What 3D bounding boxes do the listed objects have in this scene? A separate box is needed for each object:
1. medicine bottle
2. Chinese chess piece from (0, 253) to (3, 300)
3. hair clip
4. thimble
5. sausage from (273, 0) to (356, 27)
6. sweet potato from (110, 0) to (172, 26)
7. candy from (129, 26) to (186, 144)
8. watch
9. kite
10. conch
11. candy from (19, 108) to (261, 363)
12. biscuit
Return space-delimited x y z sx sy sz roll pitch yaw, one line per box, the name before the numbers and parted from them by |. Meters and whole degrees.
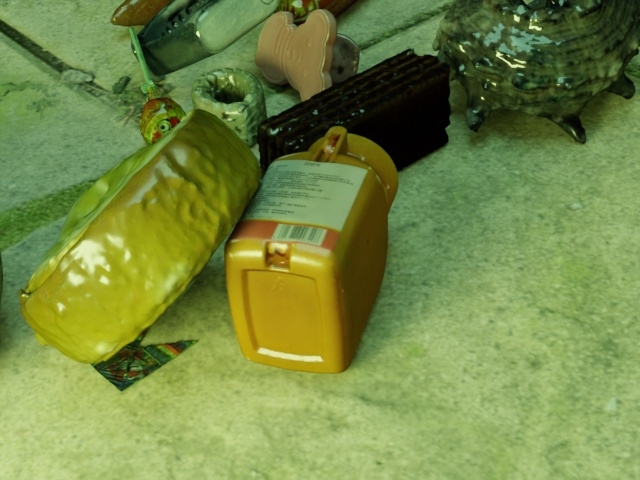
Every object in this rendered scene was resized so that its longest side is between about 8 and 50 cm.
medicine bottle | -0.001 0.000 1.045 0.112 0.149 0.222 7 39 15
Chinese chess piece | -0.468 0.027 1.002 0.350 0.146 0.349 11 32 -7
hair clip | -0.029 -0.232 1.387 0.138 0.123 0.102 15 13 16
thimble | -0.108 -0.158 1.333 0.085 0.062 0.110 -18 39 -11
sausage | 0.013 -0.350 1.561 0.083 0.083 0.264 18 44 26
sweet potato | -0.230 -0.351 1.606 0.055 0.058 0.202 -32 11 43
candy | -0.209 -0.193 1.359 0.061 0.060 0.201 -14 55 -12
watch | -0.157 -0.289 1.461 0.206 0.068 0.193 -46 28 -26
kite | -0.180 0.109 1.044 0.122 0.004 0.090 2 38 8
conch | 0.266 -0.244 1.333 0.313 0.186 0.241 -39 40 -10
candy | -0.164 -0.006 1.005 0.118 0.260 0.260 40 40 -13
biscuit | 0.045 -0.120 1.230 0.252 0.106 0.070 -30 45 -28
